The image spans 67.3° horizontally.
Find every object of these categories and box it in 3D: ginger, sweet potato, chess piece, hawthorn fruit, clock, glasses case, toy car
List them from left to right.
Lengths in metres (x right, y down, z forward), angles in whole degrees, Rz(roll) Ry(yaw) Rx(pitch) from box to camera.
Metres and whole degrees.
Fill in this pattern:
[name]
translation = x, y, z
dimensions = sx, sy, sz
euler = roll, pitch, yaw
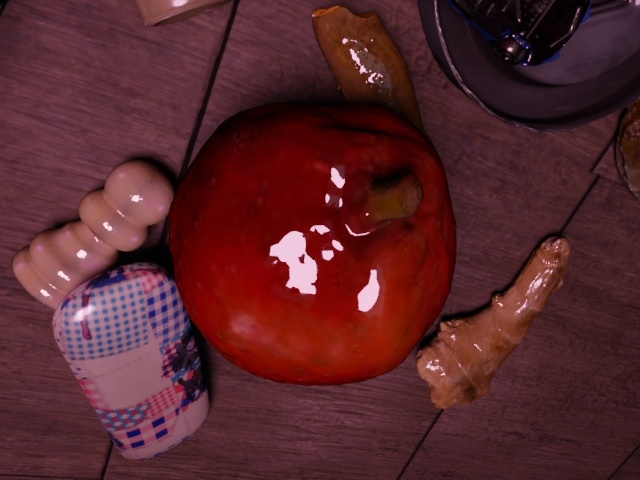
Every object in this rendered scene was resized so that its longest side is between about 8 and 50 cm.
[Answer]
[chess piece]
translation = -0.225, -0.012, 0.498
dimensions = 0.170, 0.094, 0.094
euler = -45, 118, 8
[glasses case]
translation = -0.205, 0.157, 0.560
dimensions = 0.125, 0.076, 0.328
euler = -27, 140, -28
[hawthorn fruit]
translation = 0.000, 0.000, 0.422
dimensions = 0.265, 0.307, 0.266
euler = 1, 87, -19
[sweet potato]
translation = 0.073, -0.137, 0.505
dimensions = 0.077, 0.077, 0.244
euler = -33, 119, 6
[toy car]
translation = 0.140, -0.229, 0.399
dimensions = 0.216, 0.063, 0.103
euler = 24, 112, -29
[ginger]
translation = 0.246, 0.113, 0.683
dimensions = 0.131, 0.086, 0.295
euler = 33, 98, -17
[clock]
translation = 0.254, -0.274, 0.476
dimensions = 0.324, 0.067, 0.325
euler = -6, 119, -10

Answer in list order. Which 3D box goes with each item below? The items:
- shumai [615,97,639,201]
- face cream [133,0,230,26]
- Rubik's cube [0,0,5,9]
[shumai]
translation = 0.486, -0.127, 0.535
dimensions = 0.222, 0.204, 0.272
euler = -21, 124, 0
[face cream]
translation = -0.160, -0.342, 0.344
dimensions = 0.137, 0.084, 0.342
euler = -15, 114, 6
[Rubik's cube]
translation = -0.337, -0.201, 0.311
dimensions = 0.184, 0.187, 0.182
euler = 33, 107, -24
